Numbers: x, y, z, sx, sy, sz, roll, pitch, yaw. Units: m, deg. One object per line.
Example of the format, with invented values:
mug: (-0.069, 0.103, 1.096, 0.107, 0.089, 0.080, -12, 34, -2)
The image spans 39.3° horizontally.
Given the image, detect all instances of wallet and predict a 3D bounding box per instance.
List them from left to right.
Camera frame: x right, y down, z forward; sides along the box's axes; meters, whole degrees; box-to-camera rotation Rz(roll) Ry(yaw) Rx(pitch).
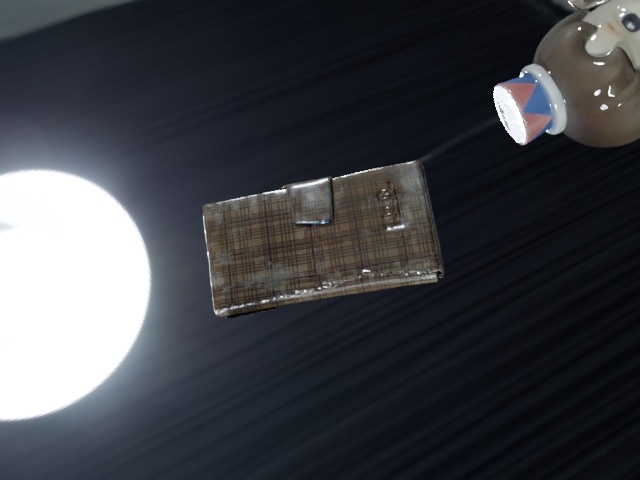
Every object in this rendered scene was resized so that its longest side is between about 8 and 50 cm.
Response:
wallet: (0.000, 0.000, 0.889, 0.042, 0.230, 0.124, 45, -145, -72)

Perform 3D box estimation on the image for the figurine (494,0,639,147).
figurine: (0.303, -0.183, 0.871, 0.161, 0.275, 0.158, 47, -166, -2)
